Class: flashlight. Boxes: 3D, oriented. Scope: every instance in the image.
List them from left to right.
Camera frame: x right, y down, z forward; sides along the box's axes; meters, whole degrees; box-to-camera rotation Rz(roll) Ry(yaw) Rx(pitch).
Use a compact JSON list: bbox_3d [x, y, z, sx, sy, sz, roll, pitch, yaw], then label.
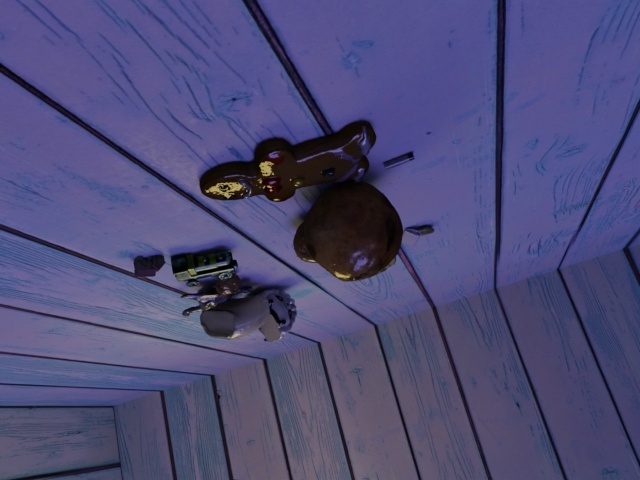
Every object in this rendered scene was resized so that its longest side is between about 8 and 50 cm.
[{"bbox_3d":[0.211,-0.213,1.540,0.083,0.018,0.018,-20,160,15],"label":"flashlight"}]

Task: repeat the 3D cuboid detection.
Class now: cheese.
[{"bbox_3d":[-0.336,0.295,2.264,0.266,0.127,0.233,-4,-167,30],"label":"cheese"}]

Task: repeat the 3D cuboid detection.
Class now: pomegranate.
[{"bbox_3d":[0.086,-0.029,1.575,0.281,0.281,0.281,-13,160,-5],"label":"pomegranate"}]

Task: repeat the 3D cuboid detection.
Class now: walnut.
[{"bbox_3d":[-0.330,0.155,2.059,0.096,0.082,0.079,-13,144,-50],"label":"walnut"}]

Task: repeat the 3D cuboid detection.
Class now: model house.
[{"bbox_3d":[-0.518,0.080,1.743,0.083,0.058,0.057,1,155,-38],"label":"model house"}]

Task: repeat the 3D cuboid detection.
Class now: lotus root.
[{"bbox_3d":[0.000,0.000,1.792,0.154,0.140,0.257,-38,163,20],"label":"lotus root"}]

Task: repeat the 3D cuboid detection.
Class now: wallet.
[{"bbox_3d":[0.335,-0.013,2.148,0.061,0.025,0.122,13,162,3],"label":"wallet"}]

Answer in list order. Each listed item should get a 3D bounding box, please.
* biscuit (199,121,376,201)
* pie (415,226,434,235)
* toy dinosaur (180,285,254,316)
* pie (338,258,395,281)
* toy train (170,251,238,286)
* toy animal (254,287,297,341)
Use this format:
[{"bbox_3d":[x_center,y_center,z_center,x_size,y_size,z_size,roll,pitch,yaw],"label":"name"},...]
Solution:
[{"bbox_3d":[-0.078,-0.159,1.409,0.432,0.064,0.283,-13,161,-6],"label":"biscuit"},{"bbox_3d":[0.384,-0.034,2.148,0.084,0.021,0.084,-7,166,-2],"label":"pie"},{"bbox_3d":[-0.393,0.207,2.145,0.294,0.077,0.162,-19,171,-36],"label":"toy dinosaur"},{"bbox_3d":[0.180,0.103,2.324,0.274,0.055,0.274,-14,161,-5],"label":"pie"},{"bbox_3d":[-0.368,0.084,1.834,0.200,0.083,0.132,-14,157,-5],"label":"toy train"},{"bbox_3d":[-0.193,0.298,2.396,0.204,0.208,0.156,-33,180,42],"label":"toy animal"}]
